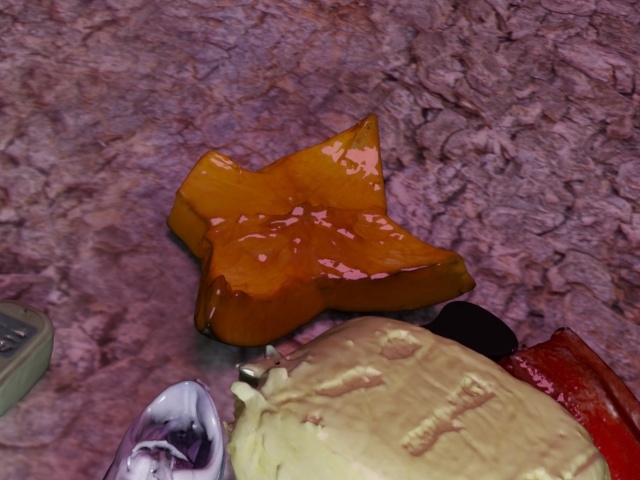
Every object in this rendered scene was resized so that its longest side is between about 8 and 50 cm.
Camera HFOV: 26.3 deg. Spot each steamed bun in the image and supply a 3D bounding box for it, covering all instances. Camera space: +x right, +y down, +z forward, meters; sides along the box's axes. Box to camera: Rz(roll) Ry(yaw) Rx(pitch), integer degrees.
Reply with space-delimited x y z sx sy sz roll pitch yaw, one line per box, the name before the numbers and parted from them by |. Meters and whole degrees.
steamed bun | 0.059 0.184 0.999 0.273 0.166 0.232 28 31 13

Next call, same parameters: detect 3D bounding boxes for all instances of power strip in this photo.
power strip | -0.293 0.130 1.055 0.080 0.048 0.286 25 34 11

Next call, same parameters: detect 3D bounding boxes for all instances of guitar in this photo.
guitar | 0.071 0.121 1.215 0.271 0.038 0.084 -21 47 -41

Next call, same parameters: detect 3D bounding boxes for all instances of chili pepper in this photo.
chili pepper | 0.238 0.186 1.149 0.252 0.136 0.144 42 -3 18

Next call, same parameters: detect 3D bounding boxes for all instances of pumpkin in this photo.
pumpkin | -0.024 -0.009 1.310 0.290 0.095 0.258 -10 45 -25

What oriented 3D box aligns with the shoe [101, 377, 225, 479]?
shoe | -0.125 0.205 0.936 0.095 0.137 0.245 15 34 7
